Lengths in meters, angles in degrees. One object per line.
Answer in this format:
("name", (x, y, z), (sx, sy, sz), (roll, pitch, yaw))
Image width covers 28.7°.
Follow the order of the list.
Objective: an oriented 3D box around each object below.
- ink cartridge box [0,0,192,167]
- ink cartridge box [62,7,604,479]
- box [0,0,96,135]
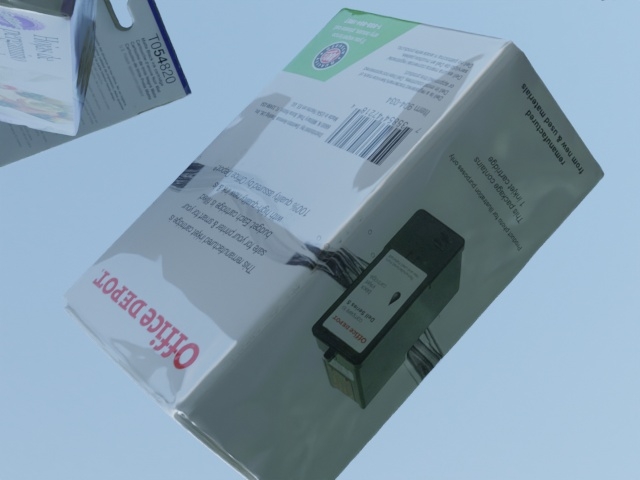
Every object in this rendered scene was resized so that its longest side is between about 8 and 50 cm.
("ink cartridge box", (-0.248, -0.180, 1.037), (0.224, 0.045, 0.223), (-20, -56, -1))
("ink cartridge box", (0.000, 0.000, 0.758), (0.273, 0.198, 0.115), (-47, -58, -9))
("box", (-0.156, -0.115, 0.673), (0.063, 0.324, 0.067), (10, -97, -10))
